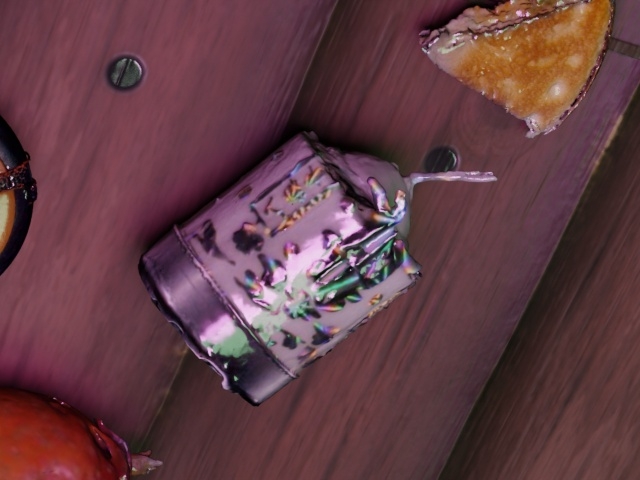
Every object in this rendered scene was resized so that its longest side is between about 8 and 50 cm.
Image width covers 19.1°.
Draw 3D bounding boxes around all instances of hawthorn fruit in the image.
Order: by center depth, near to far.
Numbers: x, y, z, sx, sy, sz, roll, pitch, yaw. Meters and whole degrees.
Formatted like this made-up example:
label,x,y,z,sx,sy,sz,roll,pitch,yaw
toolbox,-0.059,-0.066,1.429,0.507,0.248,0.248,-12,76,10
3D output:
label,x,y,z,sx,sy,sz,roll,pitch,yaw
hawthorn fruit,-0.286,0.253,1.786,0.307,0.276,0.276,-26,127,-31

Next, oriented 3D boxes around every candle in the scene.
label,x,y,z,sx,sy,sz,roll,pitch,yaw
candle,0.000,0.000,1.758,0.330,0.187,0.187,-37,123,4

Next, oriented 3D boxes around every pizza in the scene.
label,x,y,z,sx,sy,sz,roll,pitch,yaw
pizza,0.177,-0.182,1.786,0.195,0.052,0.185,3,125,-24

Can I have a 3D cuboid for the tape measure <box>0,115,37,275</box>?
label,x,y,z,sx,sy,sz,roll,pitch,yaw
tape measure,-0.361,-0.041,1.656,0.222,0.135,0.202,-1,109,-19
